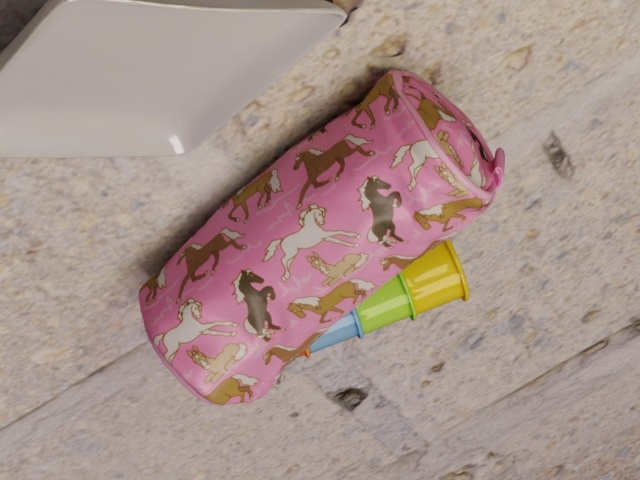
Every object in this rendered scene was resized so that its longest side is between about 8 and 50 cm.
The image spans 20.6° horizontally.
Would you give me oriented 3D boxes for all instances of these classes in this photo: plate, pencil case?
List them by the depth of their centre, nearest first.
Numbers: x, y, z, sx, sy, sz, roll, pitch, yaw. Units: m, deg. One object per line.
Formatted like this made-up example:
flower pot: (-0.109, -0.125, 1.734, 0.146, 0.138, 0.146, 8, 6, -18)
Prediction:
plate: (-0.161, -0.145, 1.470, 0.278, 0.045, 0.277, -2, 158, -38)
pencil case: (0.000, 0.000, 1.755, 0.386, 0.160, 0.167, -41, 145, 20)

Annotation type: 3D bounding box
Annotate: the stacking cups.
stacking cups: (0.005, 0.083, 1.939, 0.316, 0.096, 0.096, -23, 149, -7)
